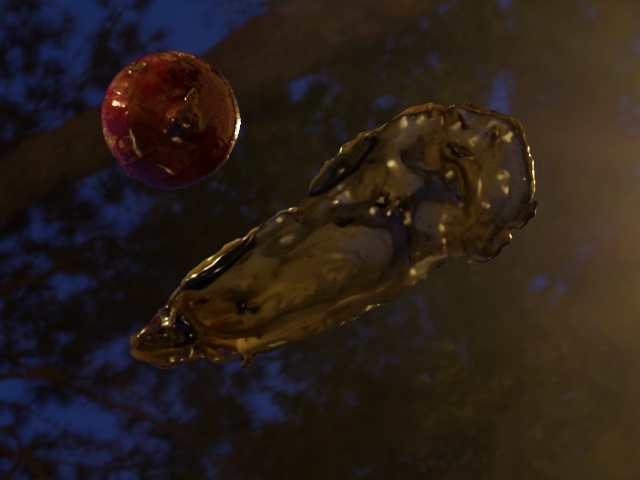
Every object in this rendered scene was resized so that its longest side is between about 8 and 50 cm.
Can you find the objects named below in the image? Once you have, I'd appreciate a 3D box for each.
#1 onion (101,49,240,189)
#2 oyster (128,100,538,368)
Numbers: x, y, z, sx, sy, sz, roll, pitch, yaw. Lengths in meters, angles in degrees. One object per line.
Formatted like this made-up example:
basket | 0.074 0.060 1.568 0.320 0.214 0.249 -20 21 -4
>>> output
onion | -0.113 -0.093 1.233 0.107 0.097 0.107 2 -96 -16
oyster | 0.002 0.002 1.194 0.129 0.345 0.078 50 -159 -27
